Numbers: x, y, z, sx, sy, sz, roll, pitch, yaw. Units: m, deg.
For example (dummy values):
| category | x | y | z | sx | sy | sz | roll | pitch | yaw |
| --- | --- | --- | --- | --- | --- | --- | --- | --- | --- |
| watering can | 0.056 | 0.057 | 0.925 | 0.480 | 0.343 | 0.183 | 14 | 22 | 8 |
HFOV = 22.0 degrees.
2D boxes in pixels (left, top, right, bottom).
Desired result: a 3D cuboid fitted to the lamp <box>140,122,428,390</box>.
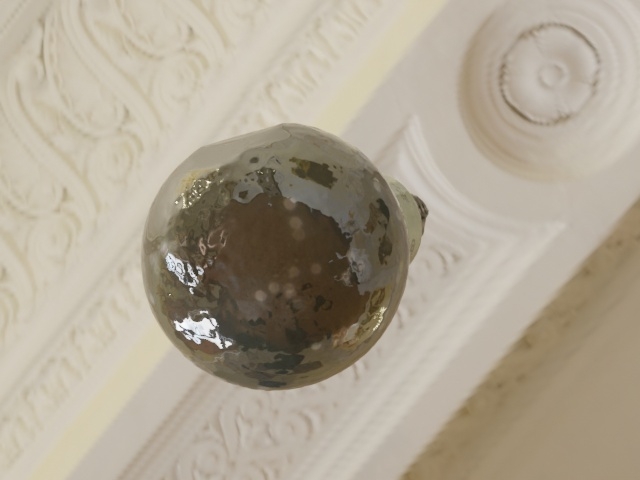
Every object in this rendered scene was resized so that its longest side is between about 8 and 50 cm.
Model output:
| category | x | y | z | sx | sy | sz | roll | pitch | yaw |
| --- | --- | --- | --- | --- | --- | --- | --- | --- | --- |
| lamp | 0.010 | -0.006 | 1.166 | 0.314 | 0.182 | 0.182 | -23 | -59 | -49 |
